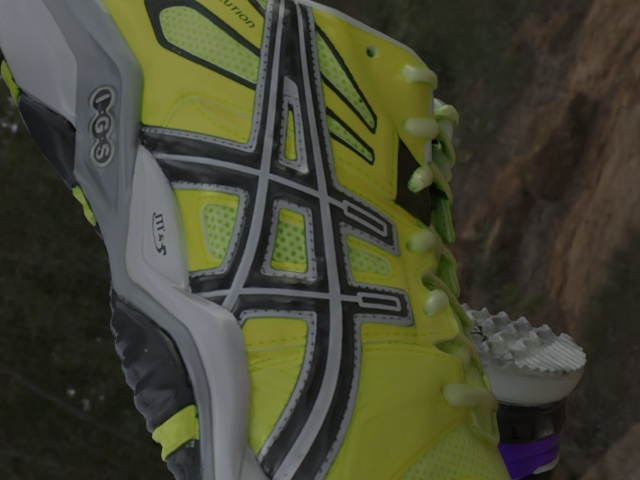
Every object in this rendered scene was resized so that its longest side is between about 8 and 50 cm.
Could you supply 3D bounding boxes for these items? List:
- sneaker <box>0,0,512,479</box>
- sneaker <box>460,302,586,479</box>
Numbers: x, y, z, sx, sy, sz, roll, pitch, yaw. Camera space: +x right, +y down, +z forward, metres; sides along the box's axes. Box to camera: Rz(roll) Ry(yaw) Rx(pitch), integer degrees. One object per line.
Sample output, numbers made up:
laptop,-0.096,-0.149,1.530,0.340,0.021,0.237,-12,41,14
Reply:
sneaker,0.000,0.000,0.403,0.384,0.147,0.145,59,-173,17
sneaker,-0.002,0.096,0.609,0.102,0.293,0.146,-18,-62,-56
